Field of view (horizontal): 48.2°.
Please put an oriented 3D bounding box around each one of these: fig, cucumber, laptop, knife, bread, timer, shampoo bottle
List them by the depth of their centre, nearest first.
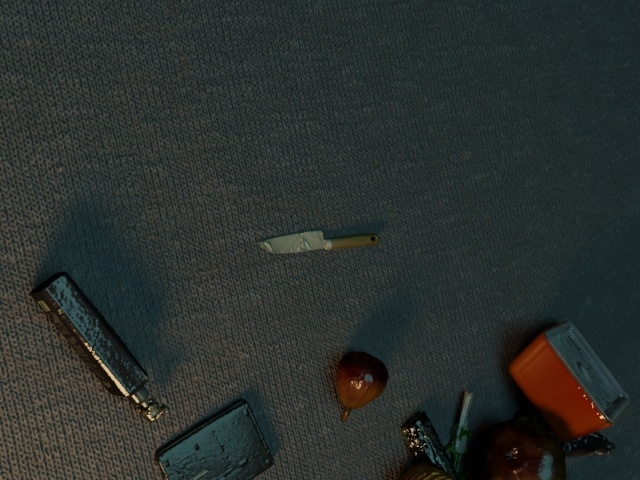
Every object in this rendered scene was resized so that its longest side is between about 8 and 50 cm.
[{"bbox_3d":[-0.378,0.194,1.243,0.071,0.098,0.310,-42,108,-32],"label":"shampoo bottle"},{"bbox_3d":[-0.199,0.419,1.377,0.207,0.026,0.154,-27,101,-30],"label":"laptop"},{"bbox_3d":[0.071,0.300,1.523,0.119,0.153,0.119,30,34,-24],"label":"fig"},{"bbox_3d":[-0.001,0.000,1.536,0.297,0.017,0.047,-6,88,-28],"label":"knife"},{"bbox_3d":[0.235,0.583,1.538,0.104,0.199,0.199,-25,99,-29],"label":"bread"},{"bbox_3d":[0.258,0.497,1.613,0.078,0.062,0.211,-25,93,-20],"label":"cucumber"},{"bbox_3d":[0.497,0.572,1.715,0.217,0.217,0.321,-57,135,-22],"label":"fig"},{"bbox_3d":[0.629,0.338,1.772,0.250,0.161,0.257,-15,64,-44],"label":"timer"}]

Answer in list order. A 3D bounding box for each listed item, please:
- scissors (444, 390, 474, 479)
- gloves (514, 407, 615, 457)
[{"bbox_3d":[0.332,0.459,1.697,0.101,0.027,0.205,17,80,-32],"label":"scissors"},{"bbox_3d":[0.626,0.481,1.827,0.285,0.119,0.142,21,83,-14],"label":"gloves"}]
